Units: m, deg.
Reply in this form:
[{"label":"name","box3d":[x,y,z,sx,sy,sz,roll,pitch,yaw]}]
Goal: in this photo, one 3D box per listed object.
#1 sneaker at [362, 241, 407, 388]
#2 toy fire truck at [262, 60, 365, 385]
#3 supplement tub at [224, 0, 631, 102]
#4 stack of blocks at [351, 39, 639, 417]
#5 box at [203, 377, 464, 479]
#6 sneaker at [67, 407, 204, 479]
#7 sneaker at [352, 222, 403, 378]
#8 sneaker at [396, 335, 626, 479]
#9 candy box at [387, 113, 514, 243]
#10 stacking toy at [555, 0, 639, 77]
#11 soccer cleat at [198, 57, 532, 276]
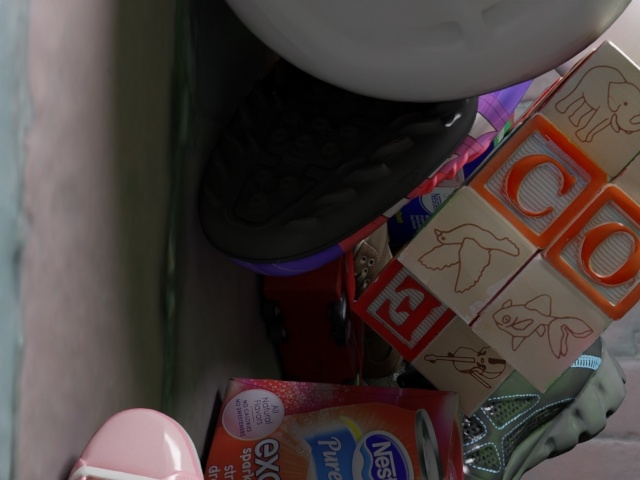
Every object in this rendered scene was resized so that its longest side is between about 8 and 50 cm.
[{"label":"sneaker","box3d":[0.110,0.143,1.272,0.447,0.169,0.258,-13,114,-71]},{"label":"toy fire truck","box3d":[0.000,0.000,0.821,0.192,0.047,0.135,78,17,-55]},{"label":"supplement tub","box3d":[0.064,-0.237,0.676,0.338,0.207,0.207,-76,165,-50]},{"label":"stack of blocks","box3d":[0.104,0.001,0.714,0.171,0.087,0.297,-48,178,5]},{"label":"box","box3d":[0.014,0.200,0.724,0.257,0.122,0.128,82,15,-46]},{"label":"sneaker","box3d":[-0.070,0.104,0.433,0.070,0.051,0.134,87,14,-56]},{"label":"sneaker","box3d":[0.016,0.015,0.920,0.071,0.066,0.188,-38,126,-55]},{"label":"sneaker","box3d":[0.081,0.143,0.970,0.341,0.125,0.140,-44,114,-36]},{"label":"candy box","box3d":[0.112,-0.191,1.199,0.268,0.122,0.317,68,25,-65]},{"label":"stacking toy","box3d":[0.203,-0.321,0.947,0.350,0.350,0.480,69,25,-66]},{"label":"soccer cleat","box3d":[0.048,-0.064,0.723,0.318,0.108,0.116,-52,148,-42]}]
